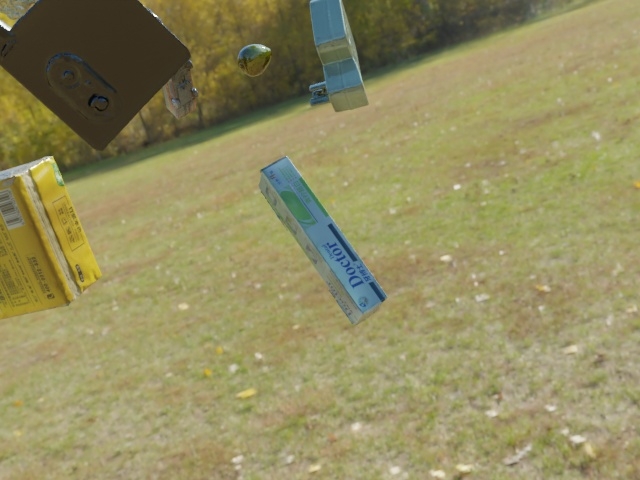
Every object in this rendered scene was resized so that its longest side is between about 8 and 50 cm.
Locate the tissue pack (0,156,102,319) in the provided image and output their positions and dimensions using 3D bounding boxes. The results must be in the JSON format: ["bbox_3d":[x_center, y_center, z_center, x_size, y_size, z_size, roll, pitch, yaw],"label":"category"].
[{"bbox_3d":[-0.825,-0.004,2.291,0.293,0.382,0.228,-13,16,19],"label":"tissue pack"}]

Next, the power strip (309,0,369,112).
[{"bbox_3d":[0.030,-0.445,2.082,0.141,0.261,0.229,-13,-28,10],"label":"power strip"}]

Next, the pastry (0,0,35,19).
[{"bbox_3d":[-0.754,-0.575,1.855,0.258,0.122,0.089,21,-13,19],"label":"pastry"}]

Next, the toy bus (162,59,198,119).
[{"bbox_3d":[-0.330,-0.365,1.887,0.065,0.192,0.077,-38,62,-24],"label":"toy bus"}]

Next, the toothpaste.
[{"bbox_3d":[0.000,0.000,1.563,0.067,0.337,0.081,-32,-13,-17],"label":"toothpaste"}]

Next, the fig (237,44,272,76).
[{"bbox_3d":[-0.154,-0.434,1.976,0.088,0.074,0.074,-35,16,-16],"label":"fig"}]

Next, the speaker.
[{"bbox_3d":[-0.388,-0.325,1.370,0.232,0.254,0.184,-46,26,-2],"label":"speaker"}]
